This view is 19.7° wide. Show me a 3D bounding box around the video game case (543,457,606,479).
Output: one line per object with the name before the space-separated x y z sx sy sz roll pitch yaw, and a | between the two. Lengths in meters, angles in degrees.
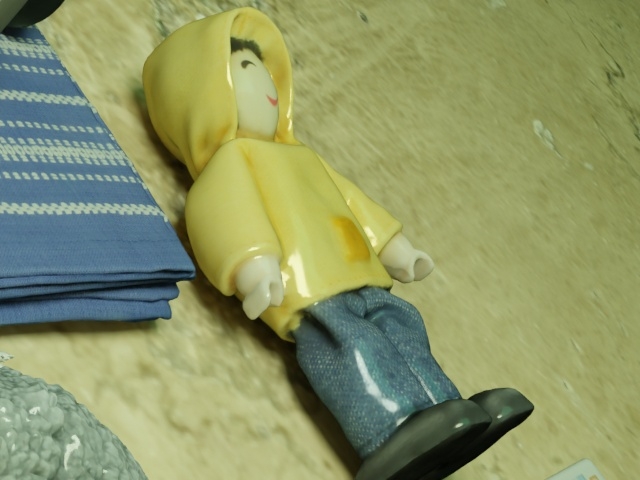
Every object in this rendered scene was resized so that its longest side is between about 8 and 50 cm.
video game case | 0.163 0.215 1.015 0.183 0.023 0.201 53 25 13

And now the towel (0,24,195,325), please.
towel | -0.216 -0.093 0.861 0.243 0.040 0.336 -1 51 -57

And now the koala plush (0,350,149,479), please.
koala plush | -0.153 0.072 0.548 0.196 0.203 0.221 28 19 -36

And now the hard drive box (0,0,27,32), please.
hard drive box | -0.223 -0.157 0.738 0.232 0.089 0.181 40 6 -10

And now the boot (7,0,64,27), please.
boot | -0.194 -0.240 0.952 0.246 0.094 0.207 43 29 -18

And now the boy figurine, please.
boy figurine | 0.000 0.000 0.995 0.177 0.092 0.285 0 55 -55
